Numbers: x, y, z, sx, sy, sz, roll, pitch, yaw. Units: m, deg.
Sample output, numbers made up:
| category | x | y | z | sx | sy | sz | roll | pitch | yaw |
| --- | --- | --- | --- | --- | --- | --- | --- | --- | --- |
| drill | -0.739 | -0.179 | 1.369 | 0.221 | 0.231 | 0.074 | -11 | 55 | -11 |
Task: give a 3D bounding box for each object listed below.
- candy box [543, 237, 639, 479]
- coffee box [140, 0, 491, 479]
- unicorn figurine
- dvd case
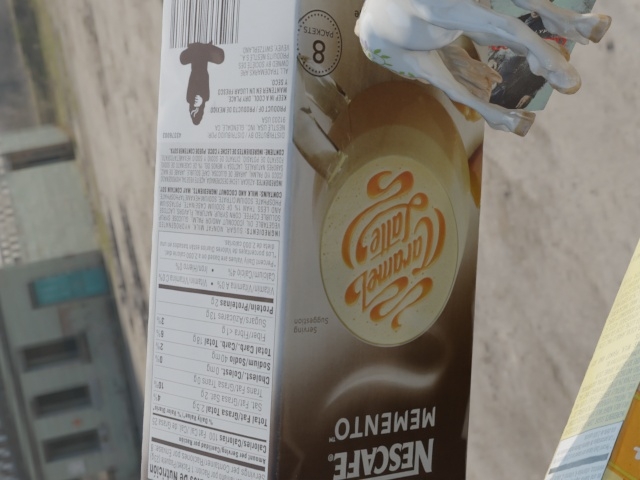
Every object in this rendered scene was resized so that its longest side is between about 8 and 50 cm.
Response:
| category | x | y | z | sx | sy | sz | roll | pitch | yaw |
| --- | --- | --- | --- | --- | --- | --- | --- | --- | --- |
| candy box | 0.209 | 0.143 | 0.632 | 0.316 | 0.183 | 0.087 | -63 | 5 | -22 |
| coffee box | 0.000 | 0.000 | 0.611 | 0.098 | 0.141 | 0.246 | 5 | 93 | 44 |
| unicorn figurine | 0.047 | -0.092 | 0.460 | 0.060 | 0.111 | 0.162 | -61 | 2 | -29 |
| dvd case | 0.130 | -0.129 | 0.828 | 0.013 | 0.087 | 0.119 | 60 | 145 | 36 |
